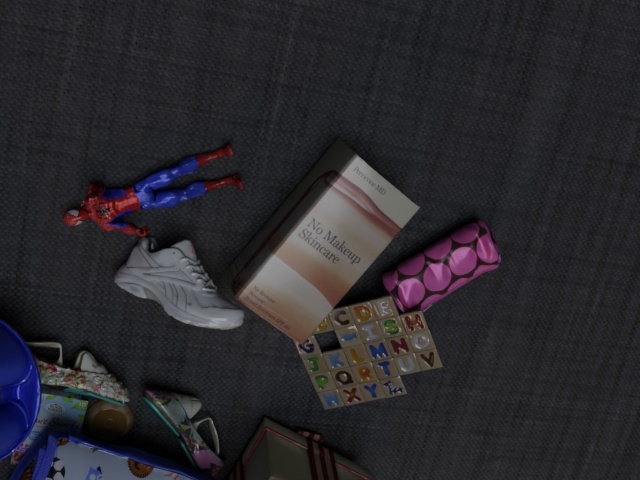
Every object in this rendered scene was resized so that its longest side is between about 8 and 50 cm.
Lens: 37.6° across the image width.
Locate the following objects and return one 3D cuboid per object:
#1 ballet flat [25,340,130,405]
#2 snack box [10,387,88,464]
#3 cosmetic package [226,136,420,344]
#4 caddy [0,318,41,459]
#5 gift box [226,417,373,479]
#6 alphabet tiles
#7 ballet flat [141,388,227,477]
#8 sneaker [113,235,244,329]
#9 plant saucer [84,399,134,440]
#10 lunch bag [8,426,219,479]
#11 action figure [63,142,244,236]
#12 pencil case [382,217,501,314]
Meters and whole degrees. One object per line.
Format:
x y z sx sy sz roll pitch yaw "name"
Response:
-0.418 0.208 1.524 0.241 0.091 0.077 18 82 -22 "ballet flat"
-0.454 0.314 1.573 0.100 0.037 0.141 13 106 -18 "snack box"
0.000 0.000 1.521 0.153 0.129 0.296 36 97 -21 "cosmetic package"
-0.593 0.222 1.407 0.341 0.179 0.241 7 95 10 "caddy"
-0.040 0.494 1.613 0.276 0.258 0.255 34 98 -13 "gift box"
0.081 0.193 1.621 0.237 0.009 0.198 -15 114 19 "alphabet tiles"
-0.227 0.319 1.617 0.079 0.077 0.221 -37 119 -19 "ballet flat"
-0.213 0.060 1.469 0.232 0.090 0.115 24 93 18 "sneaker"
-0.361 0.310 1.606 0.083 0.015 0.083 -4 110 -12 "plant saucer"
-0.381 0.514 1.550 0.328 0.239 0.385 25 102 -24 "lunch bag"
-0.258 -0.065 1.438 0.280 0.139 0.091 -18 111 -4 "action figure"
0.211 0.052 1.612 0.209 0.095 0.098 -32 78 1 "pencil case"
